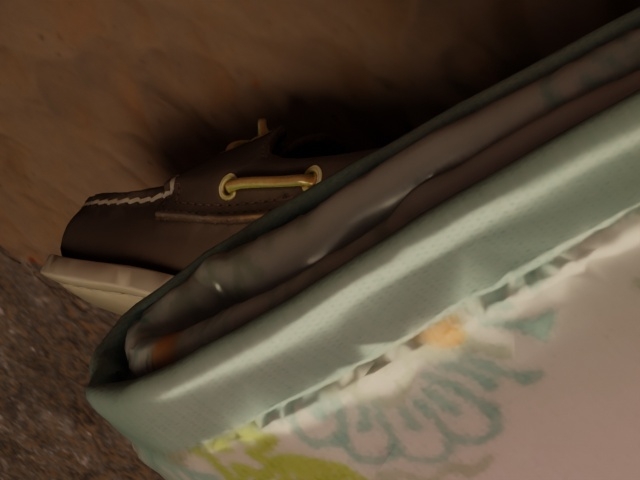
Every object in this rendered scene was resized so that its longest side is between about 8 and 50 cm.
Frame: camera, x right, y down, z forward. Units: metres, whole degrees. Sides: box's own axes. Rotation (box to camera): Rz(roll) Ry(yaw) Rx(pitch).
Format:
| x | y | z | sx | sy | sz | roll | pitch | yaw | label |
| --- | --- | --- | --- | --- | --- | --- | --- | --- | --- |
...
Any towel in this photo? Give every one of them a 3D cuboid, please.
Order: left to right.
| x | y | z | sx | sy | sz | roll | pitch | yaw | label |
| --- | --- | --- | --- | --- | --- | --- | --- | --- | --- |
| 0.158 | 0.073 | 0.467 | 0.374 | 0.090 | 0.320 | -28 | 114 | 30 | towel |

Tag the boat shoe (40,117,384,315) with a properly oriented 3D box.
| x | y | z | sx | sy | sz | roll | pitch | yaw | label |
| --- | --- | --- | --- | --- | --- | --- | --- | --- | --- |
| 0.000 | 0.000 | 0.656 | 0.324 | 0.096 | 0.116 | 4 | 167 | 46 | boat shoe |
